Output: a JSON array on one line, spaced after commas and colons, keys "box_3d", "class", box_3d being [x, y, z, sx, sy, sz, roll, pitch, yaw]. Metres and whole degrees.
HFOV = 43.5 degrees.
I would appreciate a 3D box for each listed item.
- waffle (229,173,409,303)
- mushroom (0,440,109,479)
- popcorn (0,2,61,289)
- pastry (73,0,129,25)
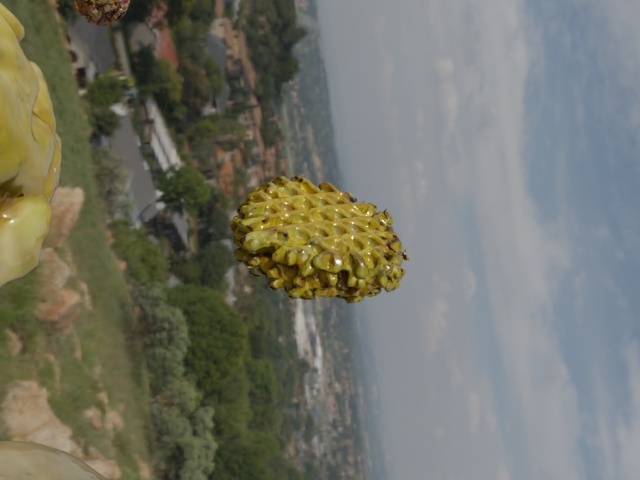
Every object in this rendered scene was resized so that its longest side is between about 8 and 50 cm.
[{"box_3d": [0.000, 0.000, 0.870, 0.193, 0.197, 0.070, -104, -154, -59], "class": "waffle"}, {"box_3d": [-0.167, 0.189, 0.351, 0.108, 0.247, 0.096, 45, 20, 3], "class": "mushroom"}, {"box_3d": [-0.384, -0.055, 0.509, 0.354, 0.390, 0.344, 52, 26, -37], "class": "popcorn"}, {"box_3d": [-0.288, -0.373, 1.058, 0.063, 0.087, 0.169, -9, -91, 60], "class": "pastry"}]
